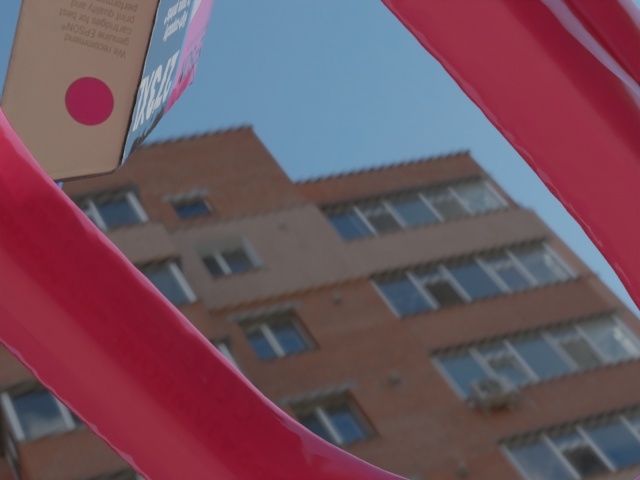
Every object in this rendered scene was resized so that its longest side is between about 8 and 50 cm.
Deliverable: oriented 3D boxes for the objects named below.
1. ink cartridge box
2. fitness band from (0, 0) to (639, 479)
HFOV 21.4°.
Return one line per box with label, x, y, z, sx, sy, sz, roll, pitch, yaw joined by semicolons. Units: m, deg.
ink cartridge box;-0.075;-0.153;0.744;0.069;0.176;0.371;19;-72;0
fitness band;0.000;0.000;0.459;0.209;0.054;0.291;-27;-66;35
